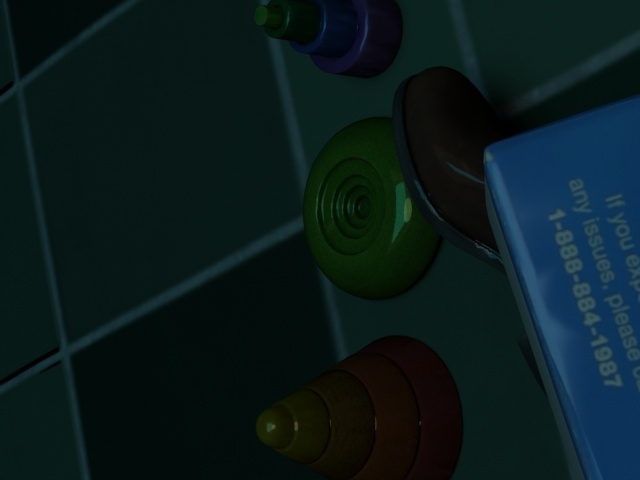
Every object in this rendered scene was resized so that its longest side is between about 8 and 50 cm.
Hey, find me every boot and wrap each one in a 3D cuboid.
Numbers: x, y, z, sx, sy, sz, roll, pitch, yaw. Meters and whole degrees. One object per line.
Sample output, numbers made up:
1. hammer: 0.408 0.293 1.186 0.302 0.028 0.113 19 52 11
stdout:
1. boot: 0.186 -0.067 1.025 0.280 0.096 0.264 -47 55 34

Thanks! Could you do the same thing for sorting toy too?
1. sorting toy: 0.000 0.000 1.199 0.127 0.126 0.366 -12 80 46

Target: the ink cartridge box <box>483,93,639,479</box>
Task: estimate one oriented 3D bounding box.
1. ink cartridge box: 0.288 0.044 0.662 0.394 0.166 0.286 -19 83 4
